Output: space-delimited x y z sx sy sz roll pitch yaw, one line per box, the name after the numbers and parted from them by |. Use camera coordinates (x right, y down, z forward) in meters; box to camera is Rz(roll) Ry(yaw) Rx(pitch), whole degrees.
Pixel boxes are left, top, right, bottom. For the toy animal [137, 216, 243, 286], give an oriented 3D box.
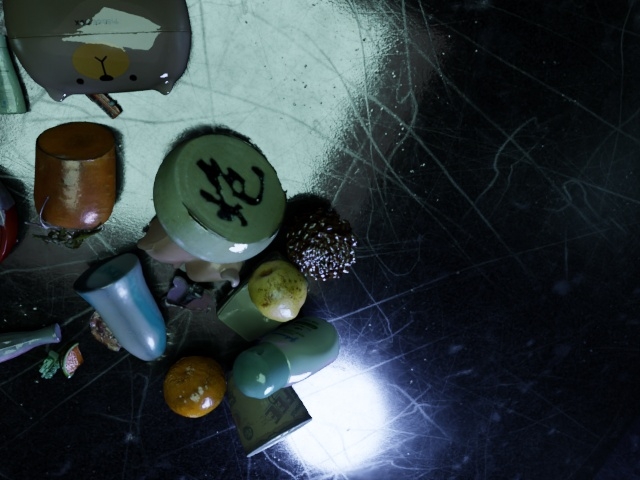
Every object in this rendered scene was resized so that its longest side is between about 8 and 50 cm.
-0.350 0.024 1.471 0.213 0.194 0.256 -27 126 36 | toy animal

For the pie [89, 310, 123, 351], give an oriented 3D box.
-0.635 0.277 1.575 0.092 0.034 0.170 -40 113 -2 | pie

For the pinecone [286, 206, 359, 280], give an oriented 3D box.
0.000 0.000 1.538 0.222 0.221 0.221 -4 109 -12 | pinecone

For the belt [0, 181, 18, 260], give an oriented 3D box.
-0.926 -0.027 1.363 0.228 0.115 0.323 28 102 -22 | belt

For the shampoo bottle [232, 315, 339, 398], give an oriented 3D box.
-0.109 0.350 1.558 0.350 0.222 0.151 -20 115 -47 | shampoo bottle

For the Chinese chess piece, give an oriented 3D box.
-0.257 -0.112 1.367 0.350 0.349 0.146 34 139 -21 | Chinese chess piece

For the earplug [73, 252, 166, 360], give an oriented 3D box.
-0.550 0.219 1.511 0.185 0.185 0.323 -20 118 -5 | earplug

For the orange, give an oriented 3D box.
-0.387 0.455 1.618 0.194 0.193 0.161 -25 136 -4 | orange

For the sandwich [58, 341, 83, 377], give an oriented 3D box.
-0.754 0.362 1.568 0.026 0.069 0.101 5 111 32 | sandwich

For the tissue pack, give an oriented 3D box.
-0.499 -0.479 1.218 0.388 0.267 0.276 -6 112 -12 | tissue pack

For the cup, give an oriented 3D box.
-0.162 0.510 1.670 0.228 0.301 0.256 -33 70 15 | cup

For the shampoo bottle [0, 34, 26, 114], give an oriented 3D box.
-0.788 -0.412 1.297 0.069 0.041 0.190 -3 109 -6 | shampoo bottle

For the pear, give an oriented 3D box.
-0.120 0.147 1.484 0.178 0.178 0.177 -4 109 -12 | pear

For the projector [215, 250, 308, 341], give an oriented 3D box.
-0.171 0.179 1.618 0.269 0.088 0.193 -44 112 5 | projector

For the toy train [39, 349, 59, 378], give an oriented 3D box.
-0.814 0.376 1.569 0.053 0.033 0.083 38 97 -16 | toy train

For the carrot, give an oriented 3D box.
-0.633 -0.125 1.345 0.194 0.214 0.330 7 110 -13 | carrot

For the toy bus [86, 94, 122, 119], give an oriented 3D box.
-0.574 -0.370 1.367 0.043 0.031 0.110 -40 113 10 | toy bus

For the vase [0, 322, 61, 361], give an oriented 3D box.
-0.870 0.295 1.506 0.214 0.086 0.086 -14 111 -13 | vase

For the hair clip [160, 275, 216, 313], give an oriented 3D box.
-0.383 0.169 1.546 0.146 0.187 0.056 23 58 -19 | hair clip
